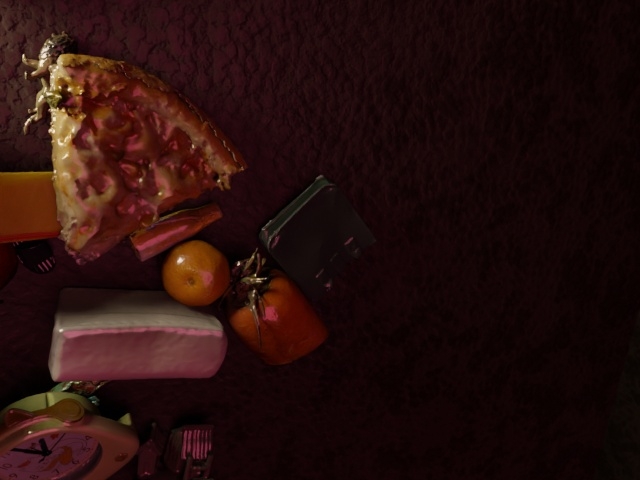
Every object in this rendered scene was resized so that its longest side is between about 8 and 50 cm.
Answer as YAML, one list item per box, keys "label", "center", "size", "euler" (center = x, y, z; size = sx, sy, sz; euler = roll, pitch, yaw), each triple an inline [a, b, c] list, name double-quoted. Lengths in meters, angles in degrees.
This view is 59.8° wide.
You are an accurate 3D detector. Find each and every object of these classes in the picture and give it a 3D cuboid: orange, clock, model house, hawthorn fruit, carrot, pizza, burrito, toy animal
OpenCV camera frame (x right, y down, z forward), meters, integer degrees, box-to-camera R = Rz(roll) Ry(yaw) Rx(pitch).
- label: "orange"
  center: [-0.286, 0.074, 1.285]
  size: [0.159, 0.136, 0.158]
  euler: [0, 106, 0]
- label: "clock"
  center: [-0.612, 0.460, 1.247]
  size: [0.286, 0.117, 0.348]
  euler: [-36, 137, 0]
- label: "model house"
  center: [-0.373, 0.561, 1.452]
  size: [0.230, 0.122, 0.188]
  euler: [8, 103, -24]
- label: "hawthorn fruit"
  center: [-0.680, 0.049, 1.100]
  size: [0.157, 0.157, 0.193]
  euler: [-26, 119, -15]
- label: "carrot"
  center: [-0.132, 0.180, 1.380]
  size: [0.331, 0.193, 0.214]
  euler: [59, 40, -25]
- label: "pizza"
  center: [-0.390, -0.205, 1.143]
  size: [0.435, 0.080, 0.391]
  euler: [-37, 121, -28]
- label: "burrito"
  center: [-0.595, 0.381, 1.319]
  size: [0.288, 0.054, 0.104]
  euler: [-37, 120, -9]
- label: "toy animal"
  center: [-0.546, -0.309, 1.086]
  size: [0.086, 0.069, 0.219]
  euler: [20, 101, -35]

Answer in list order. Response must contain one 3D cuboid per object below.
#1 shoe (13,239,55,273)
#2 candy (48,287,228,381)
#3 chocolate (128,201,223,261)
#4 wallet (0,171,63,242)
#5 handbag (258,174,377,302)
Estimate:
- label: "shoe"
  center: [-0.611, 0.005, 1.167]
  size: [0.062, 0.053, 0.159]
  euler: [-53, 124, -44]
- label: "candy"
  center: [-0.412, 0.212, 1.256]
  size: [0.359, 0.208, 0.144]
  euler: [5, 107, -27]
- label: "chocolate"
  center: [-0.333, -0.030, 1.287]
  size: [0.219, 0.086, 0.085]
  euler: [-27, 118, -20]
- label: "wallet"
  center: [-0.579, -0.065, 1.092]
  size: [0.241, 0.067, 0.141]
  euler: [-8, 97, -54]
- label: "handbag"
  center: [-0.001, -0.001, 1.444]
  size: [0.247, 0.079, 0.260]
  euler: [-43, 124, -9]
